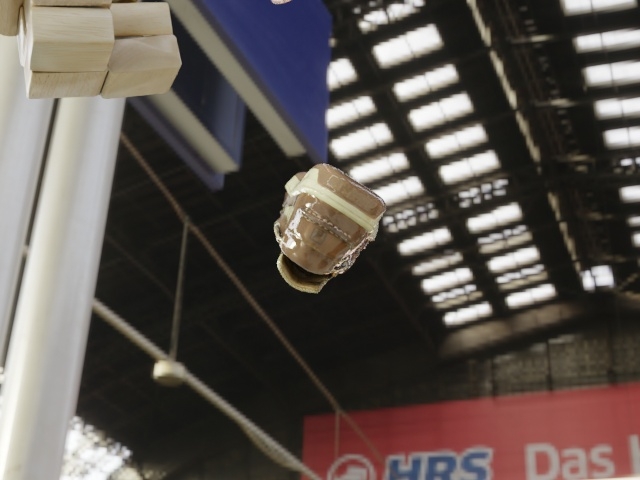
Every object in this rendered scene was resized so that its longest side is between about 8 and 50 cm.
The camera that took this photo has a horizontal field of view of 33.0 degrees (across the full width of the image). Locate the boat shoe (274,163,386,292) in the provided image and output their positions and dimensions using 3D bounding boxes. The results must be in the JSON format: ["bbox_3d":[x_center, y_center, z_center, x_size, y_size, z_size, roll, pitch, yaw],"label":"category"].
[{"bbox_3d":[-0.007,-0.004,0.951,0.095,0.095,0.257,31,-4,3],"label":"boat shoe"}]

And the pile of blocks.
[{"bbox_3d":[-0.217,-0.212,0.574,0.362,0.148,0.113,31,-20,-9],"label":"pile of blocks"}]

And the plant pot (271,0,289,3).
[{"bbox_3d":[-0.042,-0.364,0.783,0.265,0.272,0.272,39,-44,-19],"label":"plant pot"}]
